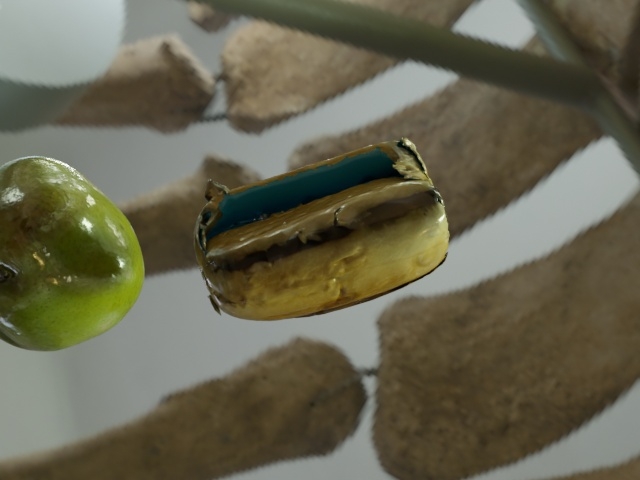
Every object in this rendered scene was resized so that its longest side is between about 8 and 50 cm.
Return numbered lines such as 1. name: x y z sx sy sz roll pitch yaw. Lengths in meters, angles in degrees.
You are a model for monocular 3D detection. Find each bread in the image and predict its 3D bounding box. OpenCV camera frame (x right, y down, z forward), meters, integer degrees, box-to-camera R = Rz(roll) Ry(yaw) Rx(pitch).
1. bread: 0.000 0.000 0.677 0.106 0.053 0.072 -19 -149 -1

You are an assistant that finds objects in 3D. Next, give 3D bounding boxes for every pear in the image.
1. pear: -0.128 0.007 0.721 0.092 0.097 0.092 -4 -104 16
